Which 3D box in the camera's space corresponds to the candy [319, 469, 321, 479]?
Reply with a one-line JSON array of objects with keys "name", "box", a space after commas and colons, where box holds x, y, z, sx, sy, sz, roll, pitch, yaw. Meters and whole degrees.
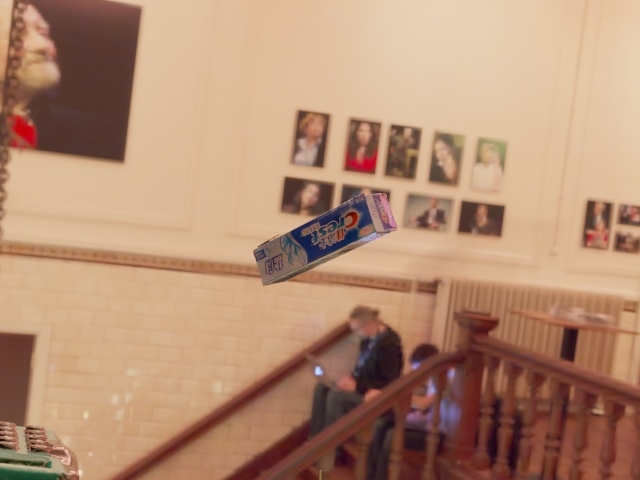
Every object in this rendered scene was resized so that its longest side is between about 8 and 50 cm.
[{"name": "candy", "box": [-0.002, 0.425, 1.578, 0.025, 0.083, 0.023, -1, -4, 10]}]

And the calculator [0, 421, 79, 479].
[{"name": "calculator", "box": [-0.523, 0.341, 1.516, 0.248, 0.058, 0.274, 12, 1, -20]}]

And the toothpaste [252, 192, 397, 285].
[{"name": "toothpaste", "box": [0.000, 0.000, 1.458, 0.053, 0.066, 0.272, -7, -13, -45]}]
